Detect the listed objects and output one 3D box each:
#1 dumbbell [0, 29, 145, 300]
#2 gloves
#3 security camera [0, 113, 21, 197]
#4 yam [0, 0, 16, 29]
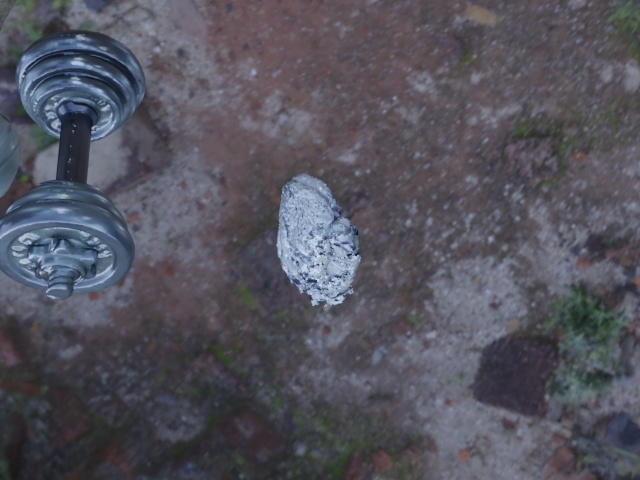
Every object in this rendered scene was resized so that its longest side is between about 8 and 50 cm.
[{"bbox_3d":[-0.323,-0.104,1.343,0.179,0.406,0.179,-3,146,-2],"label":"dumbbell"},{"bbox_3d":[-0.004,0.001,1.134,0.114,0.070,0.153,49,150,34],"label":"gloves"},{"bbox_3d":[-0.594,-0.112,1.584,0.277,0.191,0.197,-14,122,20],"label":"security camera"},{"bbox_3d":[-0.613,-0.335,1.795,0.081,0.081,0.357,46,134,0],"label":"yam"}]
